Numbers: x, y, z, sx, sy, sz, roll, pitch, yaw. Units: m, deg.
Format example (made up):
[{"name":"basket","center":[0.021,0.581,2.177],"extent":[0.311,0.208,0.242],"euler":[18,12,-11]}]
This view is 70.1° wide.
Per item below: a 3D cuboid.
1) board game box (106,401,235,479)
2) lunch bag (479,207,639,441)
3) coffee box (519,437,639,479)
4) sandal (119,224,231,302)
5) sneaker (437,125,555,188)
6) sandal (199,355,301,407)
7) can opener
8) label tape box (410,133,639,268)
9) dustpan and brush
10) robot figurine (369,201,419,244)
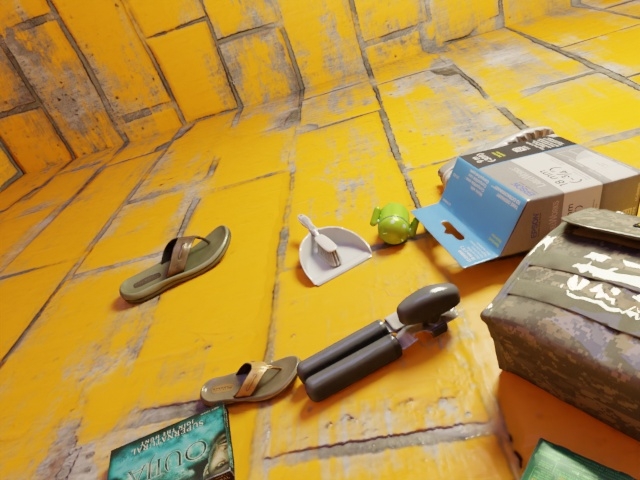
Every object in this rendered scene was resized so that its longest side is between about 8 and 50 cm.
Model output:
[{"name":"board game box","center":[-0.220,0.327,0.667],"extent":[0.186,0.026,0.126],"euler":[-23,31,-5]},{"name":"lunch bag","center":[0.389,0.072,0.563],"extent":[0.287,0.169,0.235],"euler":[-44,38,-18]},{"name":"coffee box","center":[0.237,0.298,0.446],"extent":[0.113,0.040,0.184],"euler":[12,43,42]},{"name":"sandal","center":[-0.353,0.046,1.117],"extent":[0.303,0.086,0.120],"euler":[-31,33,-19]},{"name":"sneaker","center":[0.404,-0.201,1.064],"extent":[0.281,0.105,0.115],"euler":[-20,32,0]},{"name":"sandal","center":[-0.119,0.226,0.746],"extent":[0.180,0.049,0.072],"euler":[-15,32,8]},{"name":"can opener","center":[0.090,0.149,0.720],"extent":[0.280,0.093,0.074],"euler":[-30,33,-7]},{"name":"label tape box","center":[0.369,-0.089,0.868],"extent":[0.334,0.105,0.240],"euler":[-14,31,-7]},{"name":"dustpan and brush","center":[0.000,0.000,1.018],"extent":[0.147,0.060,0.211],"euler":[-28,32,-13]},{"name":"robot figurine","center":[0.158,-0.036,0.981],"extent":[0.101,0.067,0.115],"euler":[17,35,-1]}]
